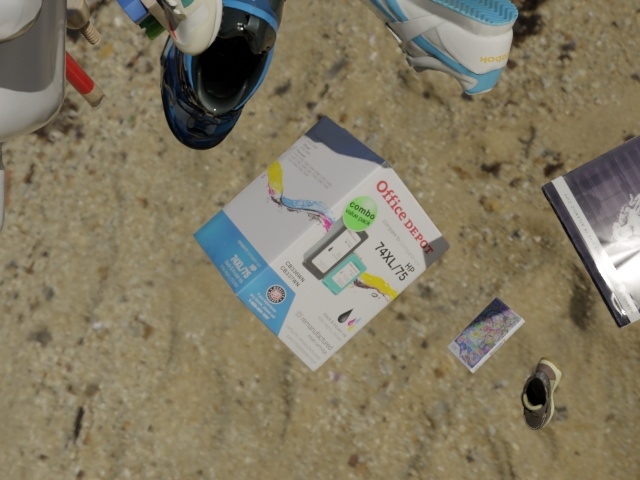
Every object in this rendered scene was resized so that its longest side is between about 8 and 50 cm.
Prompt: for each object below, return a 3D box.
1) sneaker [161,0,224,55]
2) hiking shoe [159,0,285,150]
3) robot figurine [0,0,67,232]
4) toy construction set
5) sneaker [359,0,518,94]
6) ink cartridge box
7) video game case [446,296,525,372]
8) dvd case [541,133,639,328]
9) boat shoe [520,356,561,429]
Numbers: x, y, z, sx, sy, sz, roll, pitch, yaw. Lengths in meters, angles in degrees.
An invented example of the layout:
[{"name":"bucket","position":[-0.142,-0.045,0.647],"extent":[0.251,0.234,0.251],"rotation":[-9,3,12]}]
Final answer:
[{"name":"sneaker","position":[-0.116,-0.204,0.697],"extent":[0.057,0.161,0.075],"rotation":[32,47,28]},{"name":"hiking shoe","position":[-0.120,-0.178,1.016],"extent":[0.304,0.113,0.132],"rotation":[120,163,-55]},{"name":"robot figurine","position":[-0.211,-0.164,0.406],"extent":[0.300,0.199,0.354],"rotation":[17,109,34]},{"name":"toy construction set","position":[-0.228,-0.305,1.226],"extent":[0.257,0.237,0.309],"rotation":[25,76,21]},{"name":"sneaker","position":[0.102,-0.231,0.996],"extent":[0.228,0.087,0.092],"rotation":[41,139,39]},{"name":"ink cartridge box","position":[0.000,0.000,1.373],"extent":[0.270,0.198,0.197],"rotation":[-43,36,-1]},{"name":"video game case","position":[0.275,0.157,1.593],"extent":[0.122,0.011,0.087],"rotation":[-45,30,1]},{"name":"dvd case","position":[0.361,-0.034,0.966],"extent":[0.221,0.018,0.165],"rotation":[-28,84,-1]},{"name":"boat shoe","position":[0.336,0.246,1.491],"extent":[0.049,0.152,0.056],"rotation":[-32,48,-33]}]
